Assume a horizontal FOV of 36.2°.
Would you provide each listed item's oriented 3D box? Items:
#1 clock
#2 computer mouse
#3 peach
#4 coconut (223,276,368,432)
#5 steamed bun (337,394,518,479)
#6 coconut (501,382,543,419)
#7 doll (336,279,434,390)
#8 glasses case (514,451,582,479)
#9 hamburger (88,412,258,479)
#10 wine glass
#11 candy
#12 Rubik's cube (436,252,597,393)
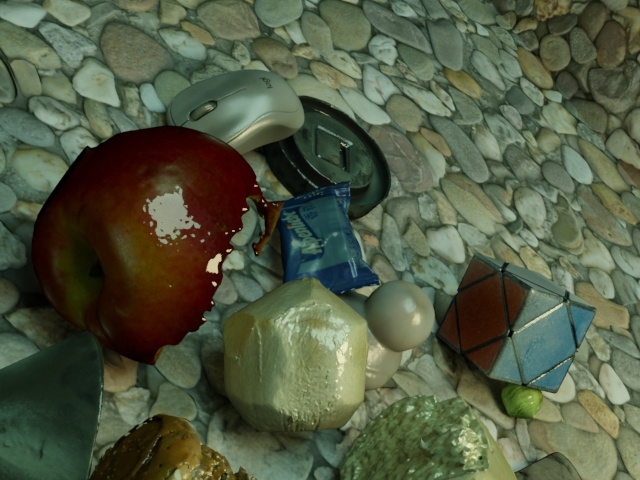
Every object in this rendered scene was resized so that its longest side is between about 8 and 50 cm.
[{"bbox_3d":[0.013,-0.186,2.188,0.319,0.066,0.319,25,41,-24],"label":"clock"},{"bbox_3d":[-0.163,-0.268,2.006,0.297,0.121,0.184,-14,61,-33],"label":"computer mouse"},{"bbox_3d":[-0.271,-0.015,1.532,0.310,0.335,0.406,38,43,-10],"label":"peach"},{"bbox_3d":[-0.040,0.184,1.612,0.245,0.245,0.247,0,88,-43],"label":"coconut"},{"bbox_3d":[0.179,0.390,1.612,0.273,0.290,0.272,47,27,-27],"label":"steamed bun"},{"bbox_3d":[0.424,0.333,2.053,0.088,0.088,0.096,3,48,-42],"label":"coconut"},{"bbox_3d":[0.097,0.159,1.811,0.251,0.221,0.221,9,49,-37],"label":"doll"},{"bbox_3d":[0.402,0.498,1.888,0.299,0.060,0.114,-10,61,-47],"label":"glasses case"},{"bbox_3d":[-0.206,0.376,1.317,0.245,0.260,0.211,-46,110,-11],"label":"hamburger"},{"bbox_3d":[-0.493,0.213,1.183,0.406,0.267,0.267,12,47,-30],"label":"wine glass"},{"bbox_3d":[0.000,0.000,1.896,0.187,0.077,0.331,-13,37,-2],"label":"candy"},{"bbox_3d":[0.405,0.171,2.033,0.205,0.205,0.207,17,11,-32],"label":"Rubik's cube"}]
